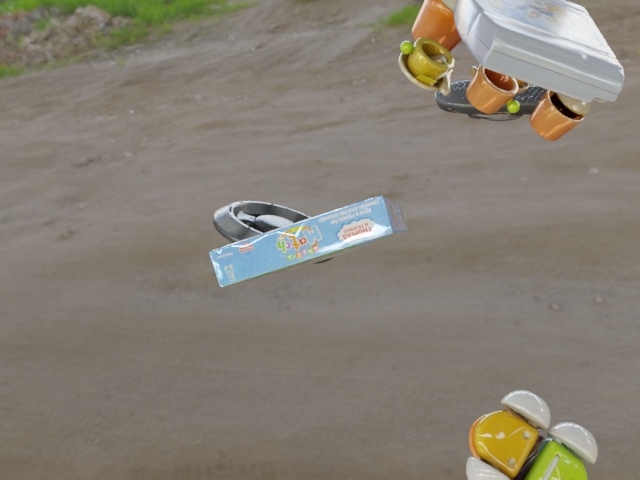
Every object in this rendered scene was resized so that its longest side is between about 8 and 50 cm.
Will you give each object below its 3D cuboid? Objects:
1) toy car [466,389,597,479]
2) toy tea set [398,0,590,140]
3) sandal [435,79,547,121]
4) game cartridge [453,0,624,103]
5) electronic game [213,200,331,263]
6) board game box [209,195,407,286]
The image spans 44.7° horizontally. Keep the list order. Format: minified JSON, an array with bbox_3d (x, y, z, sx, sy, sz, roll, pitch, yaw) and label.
[{"bbox_3d":[0.301,0.322,1.147,0.159,0.182,0.136,-54,-6,-14],"label":"toy car"},{"bbox_3d":[0.286,-0.294,1.231,0.336,0.124,0.200,20,46,-16],"label":"toy tea set"},{"bbox_3d":[0.336,-0.246,1.430,0.254,0.054,0.097,6,39,13],"label":"sandal"},{"bbox_3d":[0.277,-0.282,1.037,0.198,0.062,0.297,21,33,-8],"label":"game cartridge"},{"bbox_3d":[-0.079,-0.014,1.390,0.229,0.048,0.229,15,19,-5],"label":"electronic game"},{"bbox_3d":[0.000,0.000,0.766,0.160,0.039,0.211,-18,-1,10],"label":"board game box"}]
